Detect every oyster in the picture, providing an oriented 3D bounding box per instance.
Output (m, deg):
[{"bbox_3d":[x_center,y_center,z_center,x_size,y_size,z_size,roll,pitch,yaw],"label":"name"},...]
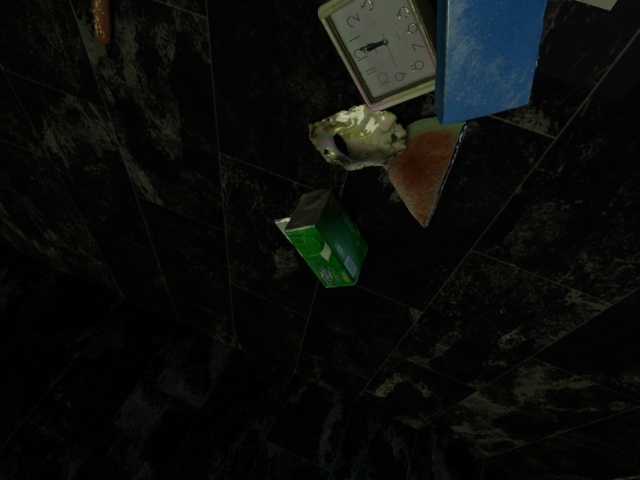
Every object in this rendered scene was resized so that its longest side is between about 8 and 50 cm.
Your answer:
[{"bbox_3d":[0.070,-0.191,0.785,0.209,0.132,0.072,-7,170,23],"label":"oyster"}]

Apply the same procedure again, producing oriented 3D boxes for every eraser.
[{"bbox_3d":[0.224,-0.314,0.523,0.144,0.042,0.311,-14,133,1],"label":"eraser"}]

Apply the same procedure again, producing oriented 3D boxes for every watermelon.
[{"bbox_3d":[0.216,-0.121,0.741,0.136,0.202,0.207,-1,157,-30],"label":"watermelon"}]

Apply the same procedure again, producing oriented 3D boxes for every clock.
[{"bbox_3d":[0.104,-0.316,0.629,0.147,0.071,0.192,-9,132,38],"label":"clock"}]

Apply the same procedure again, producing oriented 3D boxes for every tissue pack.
[{"bbox_3d":[0.000,-0.002,1.008,0.156,0.148,0.209,-9,131,36],"label":"tissue pack"}]

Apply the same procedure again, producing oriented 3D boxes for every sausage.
[{"bbox_3d":[-0.446,-0.466,0.815,0.036,0.042,0.158,-2,156,-27],"label":"sausage"}]
